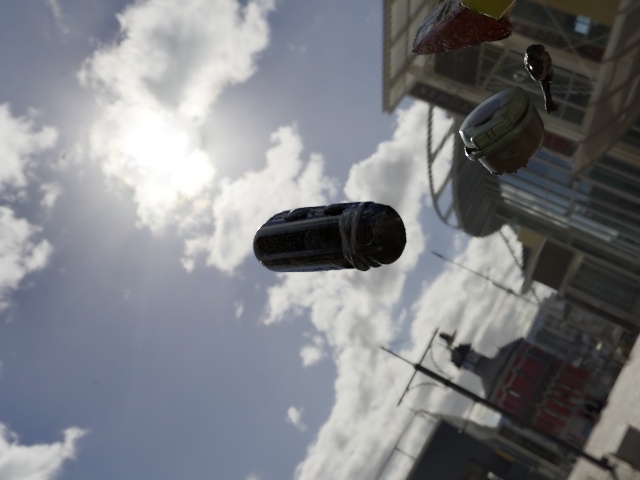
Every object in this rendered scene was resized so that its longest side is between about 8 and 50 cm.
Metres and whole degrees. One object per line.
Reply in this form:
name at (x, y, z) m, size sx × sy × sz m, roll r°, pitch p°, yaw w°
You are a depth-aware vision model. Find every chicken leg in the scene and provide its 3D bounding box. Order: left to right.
chicken leg at (0.576, -0.428, 1.972) m, size 0.253 × 0.051 × 0.105 m, roll 42°, pitch -130°, yaw -50°

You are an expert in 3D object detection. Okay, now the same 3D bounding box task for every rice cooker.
rice cooker at (0.344, -0.208, 1.427) m, size 0.145 × 0.127 × 0.206 m, roll -34°, pitch 21°, yaw 30°

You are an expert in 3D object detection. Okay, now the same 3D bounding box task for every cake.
cake at (0.265, -0.387, 1.363) m, size 0.220 × 0.117 × 0.086 m, roll 150°, pitch 140°, yaw -69°

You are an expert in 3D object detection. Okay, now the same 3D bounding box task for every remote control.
remote control at (0.000, 0.000, 0.964) m, size 0.066 × 0.266 × 0.090 m, roll -22°, pitch -80°, yaw -36°

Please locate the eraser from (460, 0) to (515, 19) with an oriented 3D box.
eraser at (0.256, -0.410, 0.965) m, size 0.226 × 0.069 × 0.157 m, roll 130°, pitch 151°, yaw -59°
